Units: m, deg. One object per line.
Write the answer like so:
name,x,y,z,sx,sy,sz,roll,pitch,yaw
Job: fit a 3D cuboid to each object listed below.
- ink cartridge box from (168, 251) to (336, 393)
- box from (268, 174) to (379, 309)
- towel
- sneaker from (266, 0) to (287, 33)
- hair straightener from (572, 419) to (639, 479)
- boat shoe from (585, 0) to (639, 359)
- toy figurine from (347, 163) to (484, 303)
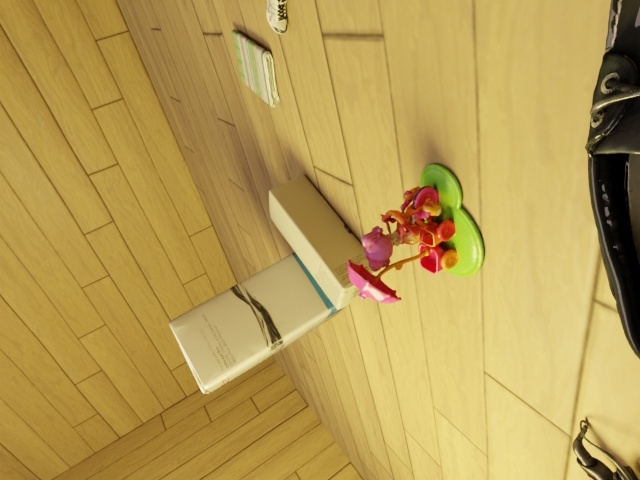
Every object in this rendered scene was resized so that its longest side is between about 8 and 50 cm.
ink cartridge box,-0.135,0.187,1.056,0.166,0.395,0.285,57,160,12
box,0.000,0.000,0.920,0.275,0.094,0.113,53,159,22
towel,-0.131,-0.351,0.887,0.152,0.023,0.113,49,155,37
sneaker,-0.067,-0.365,0.684,0.037,0.032,0.083,37,150,50
hair straightener,0.379,0.312,0.495,0.230,0.047,0.089,59,161,19
boat shoe,0.222,-0.057,0.264,0.127,0.113,0.339,32,145,55
toy figurine,0.106,0.009,0.571,0.130,0.159,0.173,35,147,51
